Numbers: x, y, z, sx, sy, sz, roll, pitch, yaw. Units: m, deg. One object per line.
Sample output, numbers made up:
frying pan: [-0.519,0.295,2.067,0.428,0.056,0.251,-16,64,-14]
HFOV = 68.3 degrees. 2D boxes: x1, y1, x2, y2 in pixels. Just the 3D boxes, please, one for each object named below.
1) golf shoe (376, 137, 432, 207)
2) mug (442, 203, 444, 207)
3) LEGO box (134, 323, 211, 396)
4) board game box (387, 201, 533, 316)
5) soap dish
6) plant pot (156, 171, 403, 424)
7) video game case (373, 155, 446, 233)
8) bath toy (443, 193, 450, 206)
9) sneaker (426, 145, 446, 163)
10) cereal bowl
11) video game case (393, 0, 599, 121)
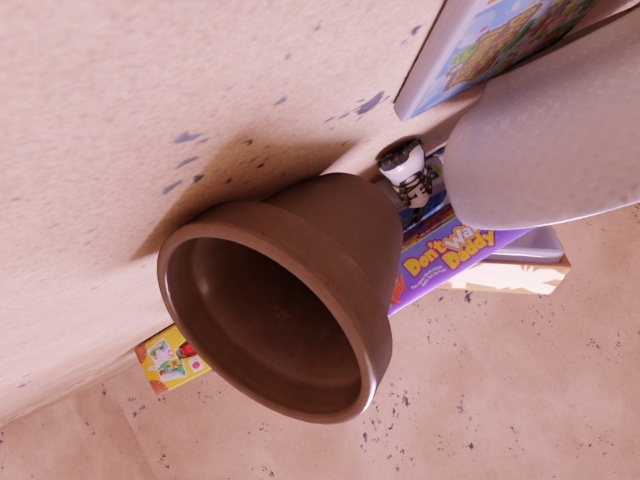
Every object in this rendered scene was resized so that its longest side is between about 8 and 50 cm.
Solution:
golf shoe: [0.146,-0.100,0.745,0.077,0.094,0.198,-29,174,17]
mug: [0.360,-0.010,1.386,0.328,0.374,0.276,-15,131,-43]
LEGO box: [-0.335,0.313,1.682,0.500,0.193,0.372,-31,175,23]
board game box: [0.228,-0.009,0.821,0.347,0.078,0.233,-36,-179,18]
soap dish: [0.397,0.031,1.098,0.290,0.118,0.229,2,-158,14]
plant pot: [-0.015,0.034,0.550,0.263,0.263,0.229,-34,-168,46]
video game case: [0.126,-0.030,0.963,0.244,0.061,0.269,-24,155,-6]
bath toy: [0.379,-0.129,1.166,0.129,0.151,0.348,-55,-170,22]
sneaker: [0.308,-0.146,0.976,0.296,0.131,0.112,-29,177,24]
cereal bowl: [0.286,-0.149,0.516,0.339,0.141,0.339,-27,-168,6]
video game case: [0.167,-0.184,0.384,0.193,0.023,0.212,-28,175,-6]
